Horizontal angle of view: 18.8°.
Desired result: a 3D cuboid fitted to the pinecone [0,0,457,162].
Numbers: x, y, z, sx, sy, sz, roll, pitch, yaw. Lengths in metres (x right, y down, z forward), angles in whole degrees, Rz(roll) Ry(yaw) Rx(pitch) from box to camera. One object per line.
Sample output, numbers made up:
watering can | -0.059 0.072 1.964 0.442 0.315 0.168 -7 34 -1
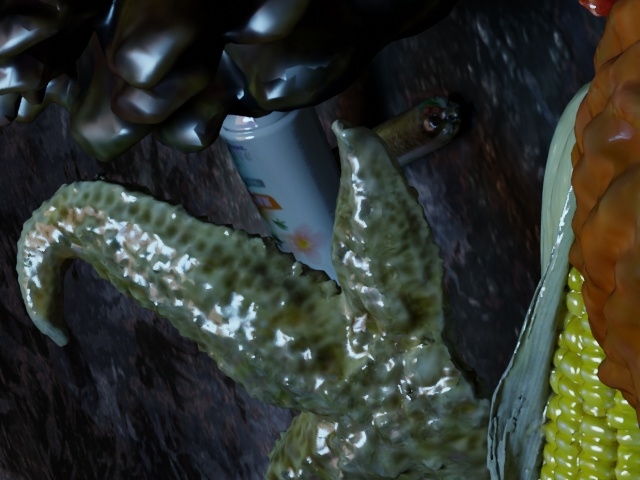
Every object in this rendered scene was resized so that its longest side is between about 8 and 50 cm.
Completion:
pinecone | -0.090 -0.232 1.049 0.398 0.398 0.397 45 144 46

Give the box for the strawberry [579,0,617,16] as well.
strawberry | 0.175 -0.132 0.782 0.121 0.188 0.082 -41 71 40

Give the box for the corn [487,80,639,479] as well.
corn | 0.163 0.066 0.958 0.122 0.123 0.305 15 110 33

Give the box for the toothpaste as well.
toothpaste | 0.000 0.000 1.333 0.100 0.066 0.323 32 152 52

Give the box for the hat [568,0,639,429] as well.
hat | 0.239 0.028 0.751 0.400 0.285 0.285 64 -179 -74

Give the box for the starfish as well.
starfish | 0.023 0.127 1.106 0.324 0.082 0.432 -18 118 36

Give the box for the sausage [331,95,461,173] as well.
sausage | 0.033 -0.057 1.308 0.269 0.033 0.032 -23 86 66
